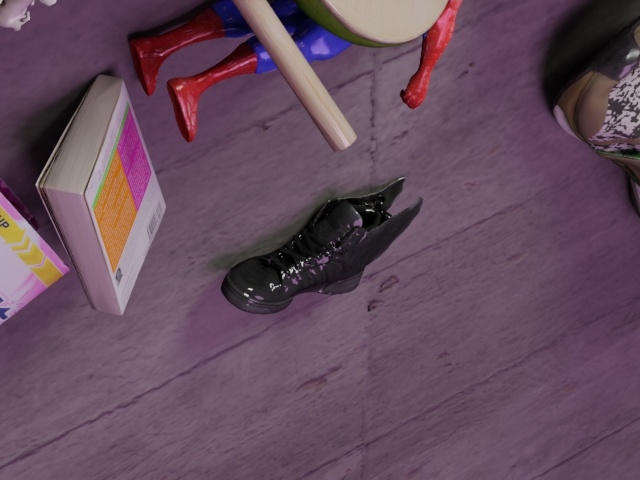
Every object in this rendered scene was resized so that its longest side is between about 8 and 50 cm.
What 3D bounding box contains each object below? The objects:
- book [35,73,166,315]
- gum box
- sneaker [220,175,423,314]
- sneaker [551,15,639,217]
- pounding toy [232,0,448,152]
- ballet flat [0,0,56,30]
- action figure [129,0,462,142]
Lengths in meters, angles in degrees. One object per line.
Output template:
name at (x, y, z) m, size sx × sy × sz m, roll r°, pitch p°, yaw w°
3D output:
book at (-0.140, -0.029, 1.282) m, size 0.144 × 0.035 × 0.096 m, roll 78°, pitch 28°, yaw -54°
gum box at (-0.246, -0.004, 1.219) m, size 0.107 × 0.062 × 0.188 m, roll -37°, pitch 148°, yaw -3°
sneaker at (0.001, 0.002, 1.489) m, size 0.170 × 0.051 × 0.089 m, roll -10°, pitch 138°, yaw -44°
sneaker at (0.336, -0.062, 1.616) m, size 0.158 × 0.182 × 0.410 m, roll -43°, pitch 147°, yaw 7°
pounding toy at (-0.018, -0.184, 1.171) m, size 0.183 × 0.110 × 0.237 m, roll 56°, pitch 46°, yaw -29°
ballet flat at (-0.303, -0.069, 1.018) m, size 0.409 × 0.147 × 0.147 m, roll -40°, pitch 148°, yaw 2°
action figure at (0.019, -0.132, 1.304) m, size 0.280 × 0.091 × 0.139 m, roll -28°, pitch 140°, yaw -15°
